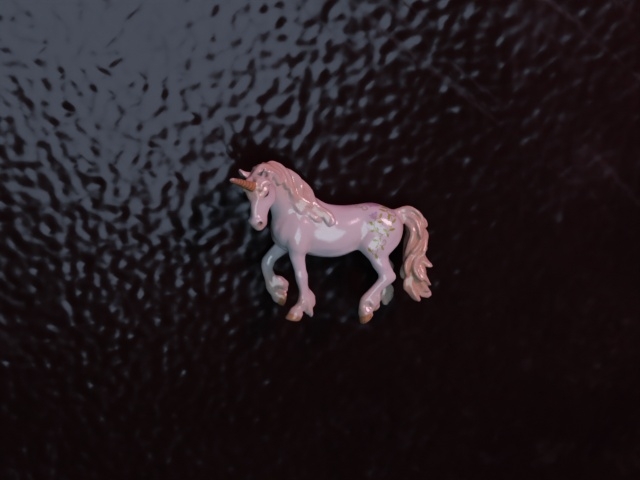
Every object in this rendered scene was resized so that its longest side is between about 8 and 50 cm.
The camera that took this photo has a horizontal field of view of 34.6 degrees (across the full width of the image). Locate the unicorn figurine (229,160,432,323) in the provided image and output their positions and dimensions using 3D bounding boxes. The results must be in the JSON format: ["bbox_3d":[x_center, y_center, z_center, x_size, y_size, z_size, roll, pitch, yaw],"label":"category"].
[{"bbox_3d":[0.000,0.000,0.699,0.162,0.060,0.111,-4,111,-26],"label":"unicorn figurine"}]
